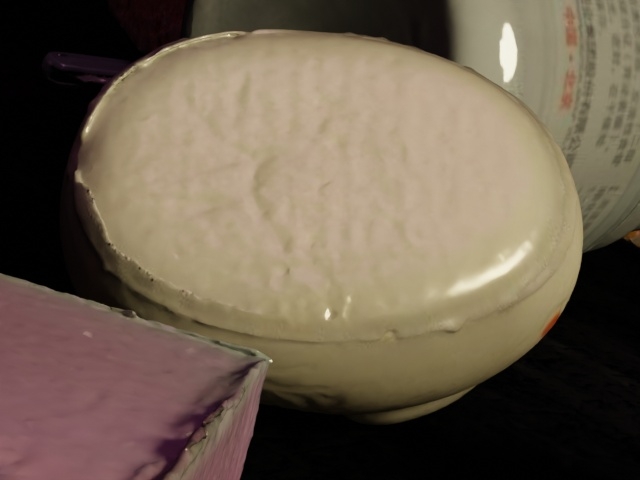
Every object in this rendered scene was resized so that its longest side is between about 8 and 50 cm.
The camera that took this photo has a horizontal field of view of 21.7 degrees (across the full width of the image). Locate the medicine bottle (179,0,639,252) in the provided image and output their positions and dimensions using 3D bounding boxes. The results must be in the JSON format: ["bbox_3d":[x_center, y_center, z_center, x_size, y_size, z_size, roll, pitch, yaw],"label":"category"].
[{"bbox_3d":[0.098,-0.099,0.976,0.245,0.245,0.306,28,20,38],"label":"medicine bottle"}]

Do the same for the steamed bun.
[{"bbox_3d":[0.000,0.000,0.745,0.228,0.131,0.177,2,56,-2],"label":"steamed bun"}]

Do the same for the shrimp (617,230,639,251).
[{"bbox_3d":[0.279,0.004,1.158,0.187,0.052,0.132,14,35,17],"label":"shrimp"}]

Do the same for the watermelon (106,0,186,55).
[{"bbox_3d":[-0.035,-0.187,1.183,0.292,0.283,0.250,-1,4,3],"label":"watermelon"}]

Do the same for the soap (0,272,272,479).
[{"bbox_3d":[-0.163,0.058,0.538,0.259,0.081,0.181,16,16,7],"label":"soap"}]

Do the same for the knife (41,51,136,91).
[{"bbox_3d":[-0.126,-0.116,1.220,0.162,0.023,0.044,4,19,-30],"label":"knife"}]
